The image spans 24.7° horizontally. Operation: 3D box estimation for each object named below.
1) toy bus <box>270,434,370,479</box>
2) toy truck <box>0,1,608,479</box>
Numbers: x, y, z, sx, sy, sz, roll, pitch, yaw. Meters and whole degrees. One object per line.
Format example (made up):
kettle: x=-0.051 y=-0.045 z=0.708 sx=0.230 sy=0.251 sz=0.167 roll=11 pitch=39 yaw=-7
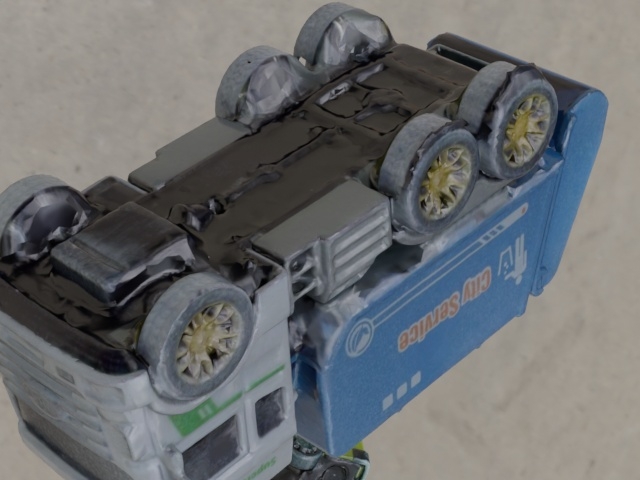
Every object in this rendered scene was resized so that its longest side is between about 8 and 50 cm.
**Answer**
toy bus: x=-0.058 y=0.151 z=1.112 sx=0.175 sy=0.101 sz=0.088 roll=15 pitch=123 yaw=-17
toy truck: x=0.000 y=0.000 z=0.762 sx=0.367 sy=0.146 sz=0.175 roll=-32 pitch=134 yaw=-34
